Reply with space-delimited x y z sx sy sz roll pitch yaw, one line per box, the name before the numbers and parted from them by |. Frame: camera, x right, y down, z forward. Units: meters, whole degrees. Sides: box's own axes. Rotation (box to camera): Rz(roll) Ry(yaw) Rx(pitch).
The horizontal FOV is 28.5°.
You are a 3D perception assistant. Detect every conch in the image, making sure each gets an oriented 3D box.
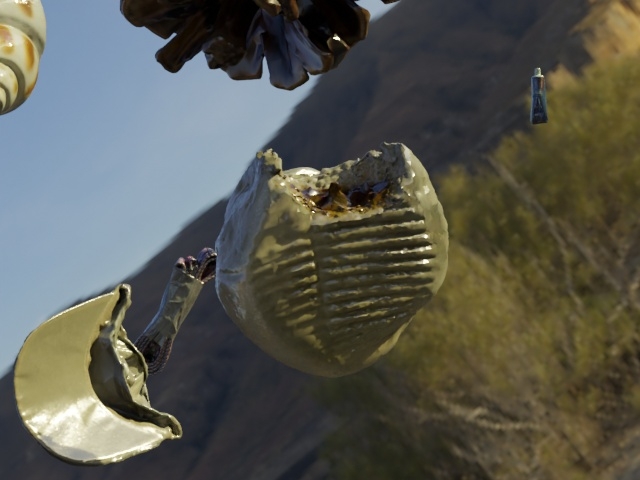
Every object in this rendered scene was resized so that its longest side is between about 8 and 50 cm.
conch | -0.441 -0.249 1.621 0.149 0.275 0.183 -5 -41 -49

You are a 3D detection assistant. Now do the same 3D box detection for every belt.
belt | -0.239 0.112 2.041 0.232 0.071 0.053 -60 12 0

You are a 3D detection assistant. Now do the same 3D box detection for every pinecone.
pinecone | -0.066 -0.315 1.360 0.384 0.384 0.384 -38 -1 -1

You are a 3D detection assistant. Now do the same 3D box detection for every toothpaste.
toothpaste | 0.323 -0.214 1.875 0.027 0.083 0.019 -2 6 15

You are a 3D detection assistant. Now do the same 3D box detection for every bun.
bun | 0.004 0.014 1.429 0.281 0.281 0.205 -38 23 -7

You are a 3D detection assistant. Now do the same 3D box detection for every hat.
hat | -0.298 0.181 1.606 0.245 0.214 0.149 -15 -6 -37
